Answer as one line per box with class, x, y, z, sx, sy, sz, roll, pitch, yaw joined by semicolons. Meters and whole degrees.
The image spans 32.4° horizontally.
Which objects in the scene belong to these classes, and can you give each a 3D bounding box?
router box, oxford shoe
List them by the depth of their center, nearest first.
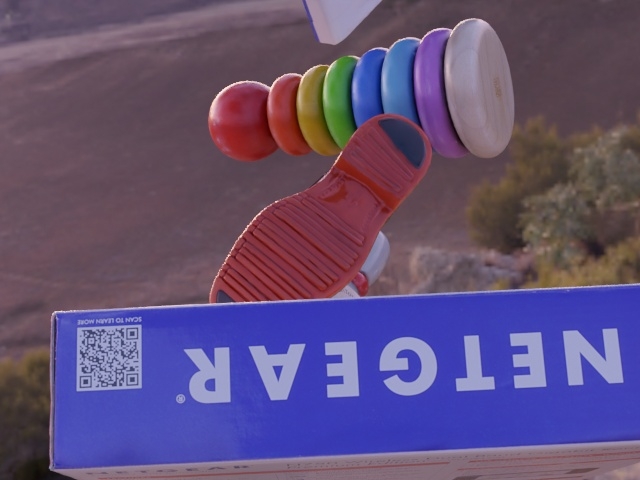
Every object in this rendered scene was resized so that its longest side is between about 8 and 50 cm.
router box;0.033;0.107;0.682;0.335;0.082;0.301;-2;-16;-2
oxford shoe;0.000;0.000;0.987;0.271;0.097;0.098;-43;-7;-29

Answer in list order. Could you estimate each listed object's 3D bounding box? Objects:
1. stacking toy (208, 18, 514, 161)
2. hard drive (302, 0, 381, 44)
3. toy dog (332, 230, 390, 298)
stacking toy;0.030;-0.137;1.169;0.330;0.141;0.141;-7;14;27
hard drive;0.020;-0.406;1.201;0.040;0.319;0.210;18;55;37
toy dog;-0.018;0.048;1.408;0.220;0.161;0.334;-41;7;9
